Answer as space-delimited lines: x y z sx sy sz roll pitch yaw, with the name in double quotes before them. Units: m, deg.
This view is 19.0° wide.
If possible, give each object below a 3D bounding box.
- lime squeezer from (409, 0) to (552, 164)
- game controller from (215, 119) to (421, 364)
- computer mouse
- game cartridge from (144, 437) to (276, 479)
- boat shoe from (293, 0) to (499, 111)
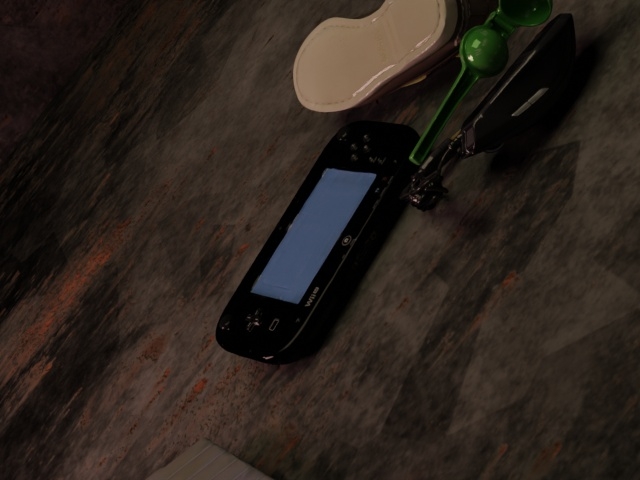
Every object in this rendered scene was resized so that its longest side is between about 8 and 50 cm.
"lime squeezer" 0.198 -0.208 1.998 0.310 0.059 0.110 -47 34 17
"game controller" 0.000 0.000 2.165 0.319 0.067 0.166 -59 24 -14
"computer mouse" 0.186 -0.121 2.022 0.262 0.060 0.184 -50 3 -6
"game cartridge" -0.207 0.346 1.944 0.355 0.068 0.230 -37 15 -15
"boat shoe" 0.085 -0.234 2.307 0.324 0.096 0.117 -25 75 53
